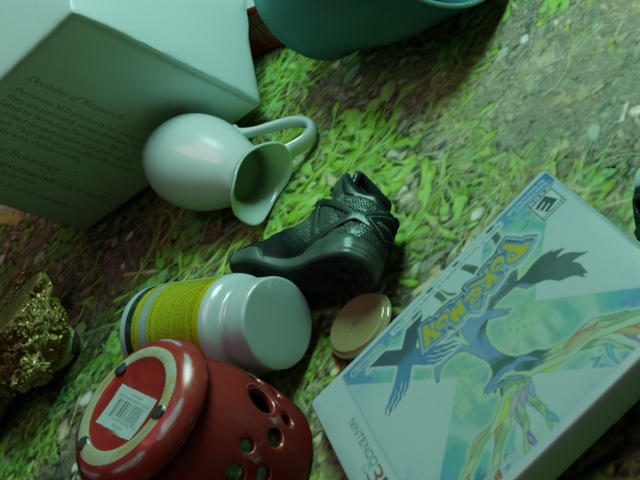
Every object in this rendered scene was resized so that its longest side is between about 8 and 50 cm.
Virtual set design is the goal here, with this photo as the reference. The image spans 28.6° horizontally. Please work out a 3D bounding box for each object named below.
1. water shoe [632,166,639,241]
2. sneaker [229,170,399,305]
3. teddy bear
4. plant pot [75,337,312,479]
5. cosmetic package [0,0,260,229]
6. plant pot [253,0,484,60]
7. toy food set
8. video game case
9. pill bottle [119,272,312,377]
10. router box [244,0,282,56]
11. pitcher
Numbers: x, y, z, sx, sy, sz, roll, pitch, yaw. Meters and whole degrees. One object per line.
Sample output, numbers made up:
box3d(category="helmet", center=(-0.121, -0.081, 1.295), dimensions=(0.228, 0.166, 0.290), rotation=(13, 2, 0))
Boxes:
box3d(category="water shoe", center=(0.349, -0.025, 1.022), dimensions=(0.203, 0.073, 0.080), rotation=(3, 87, 49))
box3d(category="sneaker", center=(0.000, 0.000, 1.380), dimensions=(0.227, 0.087, 0.130), rotation=(-15, 35, 48))
box3d(category="teddy bear", center=(-0.436, 0.159, 1.733), dimensions=(0.338, 0.113, 0.245), rotation=(-37, 27, 32))
box3d(category="plant pot", center=(-0.130, 0.200, 1.246), dimensions=(0.191, 0.174, 0.191), rotation=(-30, 36, 24))
box3d(category="cosmetic package", center=(-0.347, -0.273, 1.749), dimensions=(0.394, 0.327, 0.329), rotation=(-33, 54, 32))
box3d(category="plant pot", center=(0.049, -0.354, 1.539), dimensions=(0.255, 0.272, 0.271), rotation=(-28, 36, 52))
box3d(category="toy food set", center=(0.042, 0.089, 1.294), dimensions=(0.082, 0.020, 0.083), rotation=(-55, 33, -8))
box3d(category="video game case", center=(0.148, 0.110, 1.102), dimensions=(0.329, 0.036, 0.300), rotation=(-45, 26, 6))
box3d(category="pill bottle", center=(-0.116, 0.098, 1.380), dimensions=(0.208, 0.119, 0.119), rotation=(-10, 49, 46))
box3d(category="router box", center=(-0.056, -0.431, 1.889), dimensions=(0.301, 0.082, 0.335), rotation=(-15, 46, 41))
box3d(category="pitcher", center=(-0.118, -0.110, 1.615), dimensions=(0.207, 0.125, 0.178), rotation=(16, 50, 44))
